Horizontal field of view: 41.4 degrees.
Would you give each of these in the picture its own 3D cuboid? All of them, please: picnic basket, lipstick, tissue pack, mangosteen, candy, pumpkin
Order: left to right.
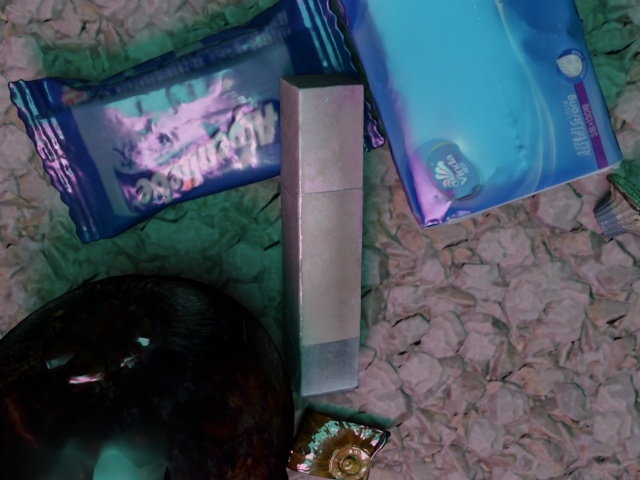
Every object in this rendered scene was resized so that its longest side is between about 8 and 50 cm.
[{"bbox_3d":[-0.177,0.190,0.801,0.330,0.330,0.330,1,104,2],"label":"mangosteen"},{"bbox_3d":[-0.118,-0.122,0.834,0.331,0.077,0.187,-19,111,4],"label":"candy"},{"bbox_3d":[0.000,0.000,0.833,0.068,0.066,0.317,-7,113,-16],"label":"lipstick"},{"bbox_3d":[0.019,0.228,0.937,0.101,0.035,0.073,18,93,1],"label":"pumpkin"},{"bbox_3d":[0.137,-0.169,0.773,0.198,0.146,0.263,-19,103,7],"label":"tissue pack"},{"bbox_3d":[0.315,-0.033,0.844,0.083,0.065,0.083,-28,97,25],"label":"picnic basket"}]
